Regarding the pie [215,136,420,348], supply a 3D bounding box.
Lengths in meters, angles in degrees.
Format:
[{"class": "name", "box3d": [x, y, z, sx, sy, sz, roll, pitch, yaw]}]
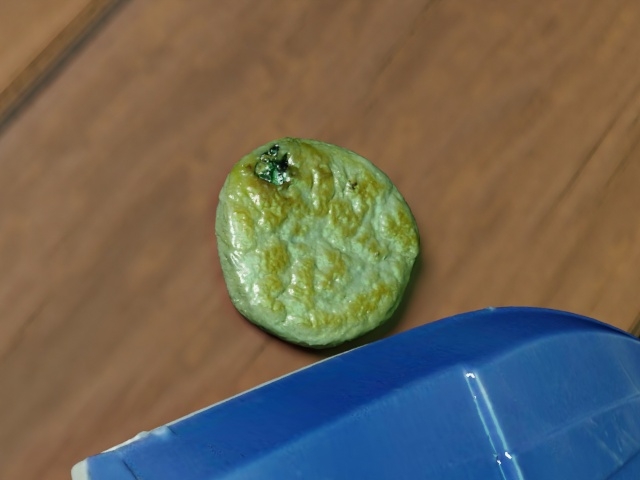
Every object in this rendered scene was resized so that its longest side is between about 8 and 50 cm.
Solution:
[{"class": "pie", "box3d": [0.000, 0.000, 0.696, 0.085, 0.017, 0.085, 9, 71, -30]}]

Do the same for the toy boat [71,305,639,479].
[{"class": "toy boat", "box3d": [0.047, 0.093, 0.669, 0.295, 0.088, 0.129, -18, 87, -45]}]
